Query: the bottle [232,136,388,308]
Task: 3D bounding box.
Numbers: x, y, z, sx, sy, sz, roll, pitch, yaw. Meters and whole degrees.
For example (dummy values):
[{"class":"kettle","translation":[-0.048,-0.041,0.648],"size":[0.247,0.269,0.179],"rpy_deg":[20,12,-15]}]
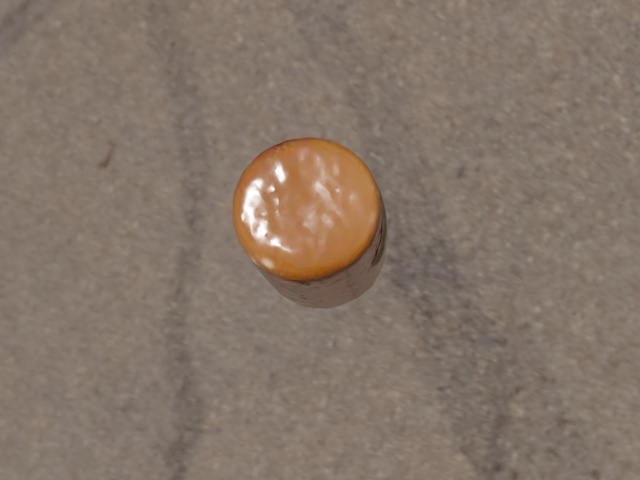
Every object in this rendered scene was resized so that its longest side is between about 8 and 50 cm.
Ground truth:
[{"class":"bottle","translation":[0.000,0.000,0.705],"size":[0.069,0.187,0.069],"rpy_deg":[0,81,3]}]
